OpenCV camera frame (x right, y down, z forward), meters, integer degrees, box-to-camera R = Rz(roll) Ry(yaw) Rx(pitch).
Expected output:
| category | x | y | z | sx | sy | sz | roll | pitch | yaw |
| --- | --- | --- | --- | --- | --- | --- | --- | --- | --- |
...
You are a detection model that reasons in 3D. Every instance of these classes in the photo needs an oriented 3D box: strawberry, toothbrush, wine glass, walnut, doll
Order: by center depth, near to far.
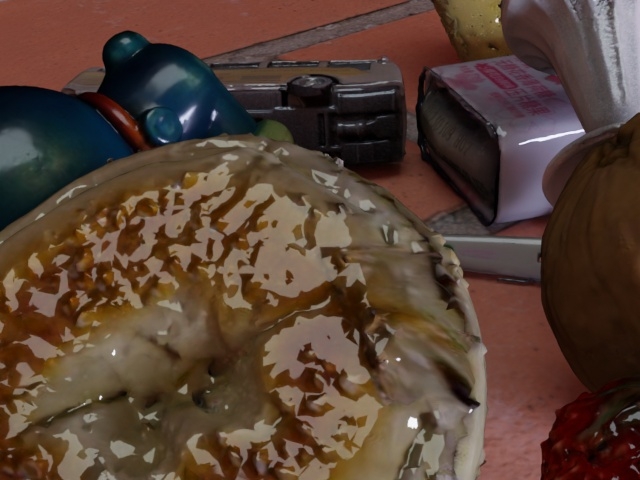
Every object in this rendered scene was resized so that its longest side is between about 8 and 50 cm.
| category | x | y | z | sx | sy | sz | roll | pitch | yaw |
| --- | --- | --- | --- | --- | --- | --- | --- | --- | --- |
| strawberry | 0.175 | 0.115 | 0.461 | 0.145 | 0.086 | 0.145 | 4 | 17 | -1 |
| walnut | 0.248 | 0.020 | 0.581 | 0.228 | 0.228 | 0.228 | -2 | 31 | 1 |
| doll | -0.189 | -0.036 | 0.710 | 0.322 | 0.186 | 0.198 | -41 | 17 | -29 |
| wine glass | 0.227 | -0.125 | 0.744 | 0.165 | 0.165 | 0.196 | -2 | 61 | 2 |
| toothbrush | -0.001 | 0.000 | 0.807 | 0.418 | 0.042 | 0.040 | 5 | 0 | 14 |

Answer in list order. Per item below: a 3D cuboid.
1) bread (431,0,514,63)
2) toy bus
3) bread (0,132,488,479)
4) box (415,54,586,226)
| category | x | y | z | sx | sy | sz | roll | pitch | yaw |
| --- | --- | --- | --- | --- | --- | --- | --- | --- | --- |
| bread | 0.238 | -0.353 | 1.093 | 0.279 | 0.315 | 0.248 | -8 | 30 | 23 |
| toy bus | -0.085 | -0.127 | 0.983 | 0.343 | 0.097 | 0.138 | -1 | 24 | 5 |
| bread | -0.062 | 0.091 | 0.496 | 0.306 | 0.158 | 0.305 | -4 | 57 | 6 |
| box | 0.288 | -0.123 | 0.928 | 0.370 | 0.112 | 0.190 | -10 | 30 | -14 |
